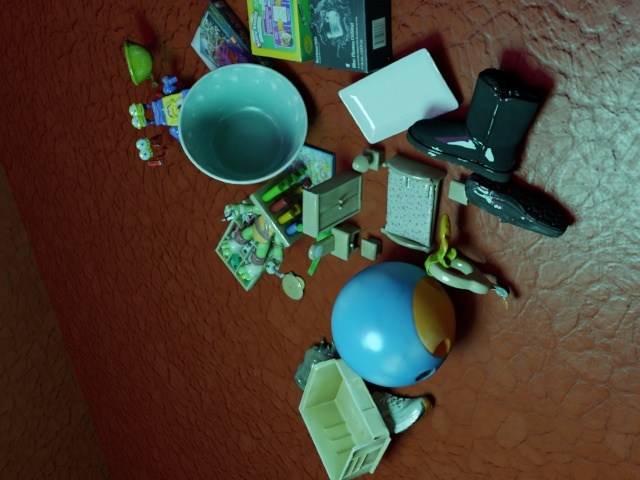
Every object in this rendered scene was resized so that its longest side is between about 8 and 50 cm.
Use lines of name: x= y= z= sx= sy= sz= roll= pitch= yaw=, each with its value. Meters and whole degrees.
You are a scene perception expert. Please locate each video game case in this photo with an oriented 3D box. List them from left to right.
video game case: x=-0.029 y=-0.188 z=1.896 sx=0.166 sy=0.015 sz=0.119 roll=24 pitch=127 yaw=35

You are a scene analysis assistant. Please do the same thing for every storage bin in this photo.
storage bin: x=0.063 y=0.495 z=2.019 sx=0.260 sy=0.123 sz=0.262 roll=104 pitch=146 yaw=-48

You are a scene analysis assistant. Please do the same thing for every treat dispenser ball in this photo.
treat dispenser ball: x=0.168 y=0.193 z=1.701 sx=0.288 sy=0.288 sz=0.288 roll=23 pitch=127 yaw=35

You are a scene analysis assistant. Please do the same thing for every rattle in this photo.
rattle: x=0.341 y=0.045 z=1.602 sx=0.200 sy=0.130 sz=0.143 roll=26 pitch=99 yaw=22

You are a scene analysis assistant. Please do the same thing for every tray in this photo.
tray: x=0.169 y=-0.312 z=1.598 sx=0.270 sy=0.030 sz=0.145 roll=-16 pitch=112 yaw=49

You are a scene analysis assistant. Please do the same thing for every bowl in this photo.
bowl: x=-0.186 y=-0.266 z=1.835 sx=0.311 sy=0.311 sz=0.163 roll=52 pitch=171 yaw=10

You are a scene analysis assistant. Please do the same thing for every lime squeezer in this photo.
lime squeezer: x=0.000 y=0.000 z=1.916 sx=0.059 sy=0.110 sz=0.310 roll=25 pitch=161 yaw=14

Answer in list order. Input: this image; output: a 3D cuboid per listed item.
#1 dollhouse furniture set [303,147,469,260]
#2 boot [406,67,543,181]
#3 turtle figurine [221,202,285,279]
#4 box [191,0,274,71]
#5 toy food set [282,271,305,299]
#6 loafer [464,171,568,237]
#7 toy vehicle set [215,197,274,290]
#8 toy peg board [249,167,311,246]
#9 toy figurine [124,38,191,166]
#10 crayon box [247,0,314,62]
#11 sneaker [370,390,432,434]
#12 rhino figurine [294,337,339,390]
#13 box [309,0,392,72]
dollhouse furniture set: x=0.144 y=-0.026 z=1.692 sx=0.355 sy=0.174 sz=0.303 roll=25 pitch=128 yaw=35
boot: x=0.302 y=-0.250 z=1.459 sx=0.246 sy=0.094 sz=0.207 roll=27 pitch=133 yaw=22
turtle figurine: x=-0.192 y=0.005 z=1.959 sx=0.198 sy=0.274 sz=0.266 roll=26 pitch=141 yaw=-12
box: x=-0.232 y=-0.485 z=1.911 sx=0.233 sy=0.044 sz=0.159 roll=53 pitch=139 yaw=9
toy food set: x=-0.079 y=0.132 z=2.123 sx=0.082 sy=0.020 sz=0.083 roll=28 pitch=130 yaw=33
loafer: x=0.395 y=-0.067 z=1.494 sx=0.223 sy=0.076 sz=0.078 roll=31 pitch=149 yaw=21
toy vehicle set: x=-0.211 y=0.015 z=2.179 sx=0.166 sy=0.035 sz=0.267 roll=50 pitch=138 yaw=12
toy peg board: x=-0.068 y=-0.096 z=1.865 sx=0.079 sy=0.161 sz=0.160 roll=-31 pitch=97 yaw=42
toy figurine: x=-0.411 y=-0.406 z=2.110 sx=0.217 sy=0.191 sz=0.362 roll=-5 pitch=103 yaw=15
crayon box: x=-0.087 y=-0.563 z=1.693 sx=0.165 sy=0.081 sz=0.278 roll=20 pitch=125 yaw=38
sneaker: x=0.190 y=0.455 z=1.979 sx=0.121 sy=0.099 sz=0.262 roll=59 pitch=138 yaw=9
rhino figurine: x=-0.008 y=0.368 z=2.145 sx=0.106 sy=0.073 sz=0.243 roll=41 pitch=134 yaw=17
box: x=0.066 y=-0.455 z=1.591 sx=0.158 sy=0.093 sz=0.156 roll=19 pitch=124 yaw=39
